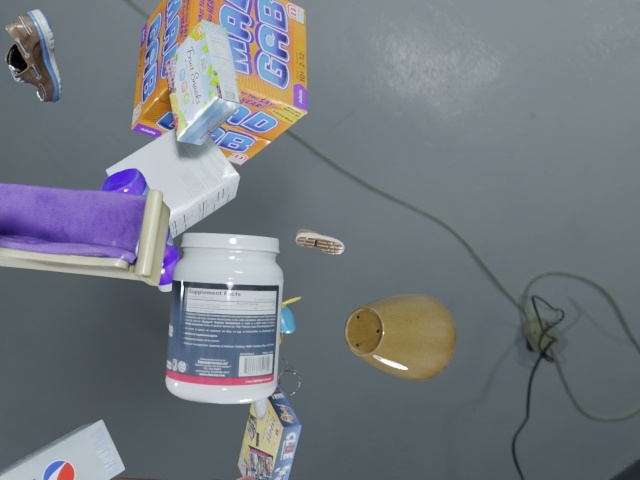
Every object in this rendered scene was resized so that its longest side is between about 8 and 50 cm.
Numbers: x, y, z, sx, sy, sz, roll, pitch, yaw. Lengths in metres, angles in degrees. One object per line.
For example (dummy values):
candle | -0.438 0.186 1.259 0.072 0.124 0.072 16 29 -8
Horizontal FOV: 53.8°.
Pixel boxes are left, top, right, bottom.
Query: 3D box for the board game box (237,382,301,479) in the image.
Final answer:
board game box | -0.112 0.437 1.335 0.042 0.165 0.243 2 115 -27

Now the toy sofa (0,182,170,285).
toy sofa | -0.450 -0.025 1.066 0.362 0.177 0.150 5 75 2

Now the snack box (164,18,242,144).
snack box | -0.260 -0.343 1.383 0.174 0.070 0.207 -32 64 41

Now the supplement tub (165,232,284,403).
supplement tub | -0.162 0.128 1.085 0.191 0.191 0.272 3 87 8

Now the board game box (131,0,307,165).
board game box | -0.282 -0.483 1.779 0.356 0.356 0.356 15 152 -35

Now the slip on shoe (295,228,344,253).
slip on shoe | 0.000 0.000 1.722 0.135 0.041 0.051 10 131 -5

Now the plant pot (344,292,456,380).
plant pot | 0.183 0.240 1.612 0.237 0.254 0.237 -9 75 37

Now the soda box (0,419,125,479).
soda box | -0.444 0.377 0.927 0.098 0.286 0.091 -27 89 47

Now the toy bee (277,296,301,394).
toy bee | -0.124 0.196 1.520 0.195 0.298 0.162 -42 146 5

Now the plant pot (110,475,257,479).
plant pot | -0.266 0.537 1.106 0.265 0.272 0.272 1 116 20

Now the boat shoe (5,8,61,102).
boat shoe | -0.453 -0.281 0.986 0.066 0.066 0.183 54 152 19

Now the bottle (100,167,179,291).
bottle | -0.382 -0.015 1.390 0.092 0.118 0.283 -18 121 2

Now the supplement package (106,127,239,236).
supplement package | -0.379 -0.146 1.648 0.262 0.198 0.199 -36 87 -16
